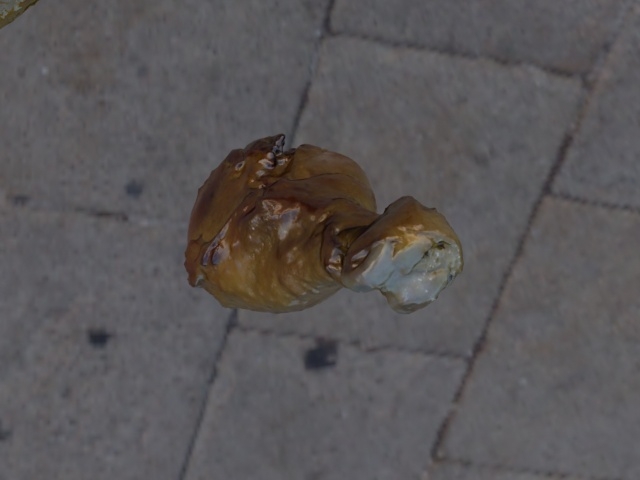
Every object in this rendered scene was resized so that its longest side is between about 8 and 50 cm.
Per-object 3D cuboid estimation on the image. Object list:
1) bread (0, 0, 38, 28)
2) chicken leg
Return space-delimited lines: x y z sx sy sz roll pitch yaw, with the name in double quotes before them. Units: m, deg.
"bread" -0.103 -0.121 0.487 0.271 0.077 0.139 -27 146 -8
"chicken leg" 0.003 0.001 0.925 0.087 0.251 0.107 34 82 -24
